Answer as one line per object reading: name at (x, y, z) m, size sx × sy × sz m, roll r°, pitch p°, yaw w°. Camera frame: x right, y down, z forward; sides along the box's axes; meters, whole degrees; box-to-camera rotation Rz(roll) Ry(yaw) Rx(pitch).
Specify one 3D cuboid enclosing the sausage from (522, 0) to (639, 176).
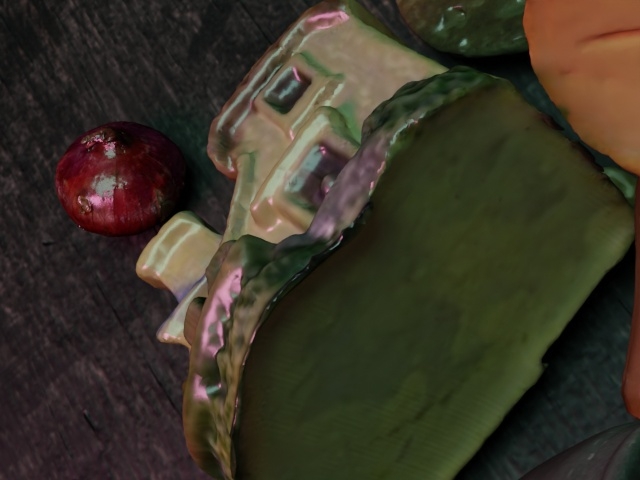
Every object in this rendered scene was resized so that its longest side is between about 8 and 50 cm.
sausage at (0.253, -0.200, 0.849) m, size 0.233 × 0.233 × 0.287 m, roll -5°, pitch 42°, yaw 26°

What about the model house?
model house at (0.000, 0.000, 0.935) m, size 0.321 × 0.261 × 0.266 m, roll -52°, pitch 45°, yaw 2°

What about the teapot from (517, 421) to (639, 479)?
teapot at (0.169, 0.274, 0.785) m, size 0.239 × 0.239 × 0.321 m, roll -29°, pitch 79°, yaw 43°

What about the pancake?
pancake at (0.154, -0.243, 1.089) m, size 0.222 × 0.042 × 0.236 m, roll -25°, pitch 57°, yaw 22°

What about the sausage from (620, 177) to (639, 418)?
sausage at (0.215, 0.030, 0.905) m, size 0.040 × 0.047 × 0.176 m, roll 18°, pitch 109°, yaw 57°

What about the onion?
onion at (-0.163, -0.052, 1.147) m, size 0.107 × 0.097 × 0.107 m, roll -8°, pitch 50°, yaw 9°
